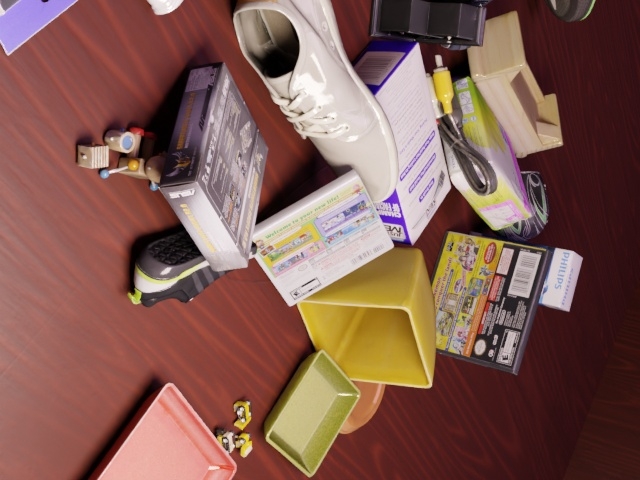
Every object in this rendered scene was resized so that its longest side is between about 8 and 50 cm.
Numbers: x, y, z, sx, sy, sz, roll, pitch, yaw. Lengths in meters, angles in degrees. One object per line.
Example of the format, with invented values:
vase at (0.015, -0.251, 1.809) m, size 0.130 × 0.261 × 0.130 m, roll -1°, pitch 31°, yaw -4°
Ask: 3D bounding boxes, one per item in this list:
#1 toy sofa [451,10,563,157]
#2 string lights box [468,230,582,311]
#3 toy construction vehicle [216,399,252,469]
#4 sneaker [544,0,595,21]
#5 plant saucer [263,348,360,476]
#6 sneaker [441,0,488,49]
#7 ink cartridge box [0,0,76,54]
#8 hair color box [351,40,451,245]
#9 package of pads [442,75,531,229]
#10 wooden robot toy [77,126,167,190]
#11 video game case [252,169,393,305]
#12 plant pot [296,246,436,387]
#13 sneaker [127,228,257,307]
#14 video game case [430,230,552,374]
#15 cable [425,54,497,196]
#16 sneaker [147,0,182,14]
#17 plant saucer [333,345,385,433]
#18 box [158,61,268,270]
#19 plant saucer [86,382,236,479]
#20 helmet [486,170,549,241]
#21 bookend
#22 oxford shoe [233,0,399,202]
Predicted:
toy sofa at (0.415, -0.336, 1.966) m, size 0.362 × 0.177 × 0.150 m, roll 40°, pitch 43°, yaw -52°
string lights box at (0.461, 0.070, 2.032) m, size 0.077 × 0.260 × 0.133 m, roll 23°, pitch 82°, yaw -55°
toy construction vehicle at (-0.146, 0.324, 1.450) m, size 0.086 × 0.035 × 0.098 m, roll -45°, pitch 138°, yaw -54°
sneaker at (0.488, -0.661, 1.955) m, size 0.202 × 0.185 × 0.483 m, roll -50°, pitch 137°, yaw -8°
plant saucer at (-0.023, 0.311, 1.590) m, size 0.188 × 0.045 × 0.188 m, roll -57°, pitch 139°, yaw -18°
sneaker at (0.298, -0.445, 1.694) m, size 0.086 × 0.226 × 0.163 m, roll -6°, pitch 114°, yaw -16°
ink cartridge box at (-0.320, -0.348, 0.972) m, size 0.206 × 0.045 × 0.208 m, roll -53°, pitch 140°, yaw -32°
hair color box at (0.134, -0.178, 1.621) m, size 0.185 × 0.110 × 0.339 m, roll -53°, pitch 137°, yaw -35°
package of pads at (0.344, -0.172, 1.852) m, size 0.296 × 0.101 × 0.229 m, roll 38°, pitch 38°, yaw -52°
wooden robot toy at (-0.229, -0.108, 1.146) m, size 0.173 × 0.079 × 0.076 m, roll 13°, pitch 90°, yaw -56°
video game case at (0.000, 0.000, 1.451) m, size 0.212 × 0.023 × 0.193 m, roll -30°, pitch 136°, yaw 1°
plant pot at (0.109, 0.125, 1.613) m, size 0.187 × 0.212 × 0.212 m, roll -64°, pitch 146°, yaw -42°
sneaker at (-0.192, 0.039, 1.271) m, size 0.235 × 0.084 × 0.097 m, roll -14°, pitch 136°, yaw -52°
video game case at (0.349, 0.129, 1.899) m, size 0.035 × 0.248 × 0.275 m, roll 30°, pitch 75°, yaw -54°
cable at (0.242, -0.205, 1.677) m, size 0.072 × 0.139 × 0.287 m, roll -10°, pitch 76°, yaw -30°
sneaker at (-0.185, -0.371, 1.149) m, size 0.152 × 0.054 × 0.061 m, roll -61°, pitch 140°, yaw -21°
plant saucer at (0.077, 0.294, 1.750) m, size 0.200 × 0.037 × 0.200 m, roll -23°, pitch 119°, yaw -50°
box at (-0.141, -0.103, 1.209) m, size 0.183 × 0.056 × 0.231 m, roll 65°, pitch 25°, yaw -48°
plant saucer at (-0.256, 0.375, 1.290) m, size 0.258 × 0.048 × 0.259 m, roll -56°, pitch 141°, yaw -29°
helmet at (0.466, -0.077, 2.083) m, size 0.169 × 0.169 × 0.161 m, roll 1°, pitch 84°, yaw -55°
bookend at (0.198, -0.401, 1.597) m, size 0.156 × 0.157 × 0.072 m, roll -10°, pitch 108°, yaw -54°
oxford shoe at (-0.010, -0.223, 1.352) m, size 0.130 × 0.169 × 0.449 m, roll -55°, pitch 133°, yaw -34°
